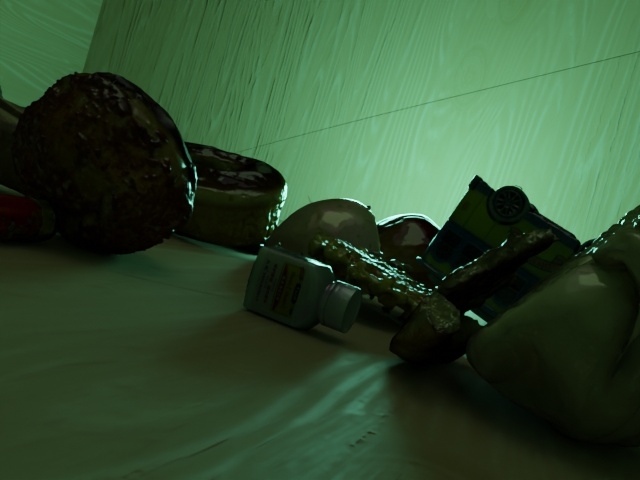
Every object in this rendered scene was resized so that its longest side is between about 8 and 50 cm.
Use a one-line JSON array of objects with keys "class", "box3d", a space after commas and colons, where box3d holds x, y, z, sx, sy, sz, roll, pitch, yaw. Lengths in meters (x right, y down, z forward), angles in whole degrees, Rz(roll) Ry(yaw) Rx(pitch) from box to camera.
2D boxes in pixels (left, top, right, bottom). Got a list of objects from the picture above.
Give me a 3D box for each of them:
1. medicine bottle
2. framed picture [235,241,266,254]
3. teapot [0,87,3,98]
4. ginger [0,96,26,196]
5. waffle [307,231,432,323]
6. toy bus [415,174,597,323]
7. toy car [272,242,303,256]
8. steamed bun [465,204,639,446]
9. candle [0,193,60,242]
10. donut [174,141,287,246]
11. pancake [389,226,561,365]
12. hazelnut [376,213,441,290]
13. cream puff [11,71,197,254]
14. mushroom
[{"class": "medicine bottle", "box3d": [-0.018, 0.058, 0.721, 0.118, 0.074, 0.055, 20, 3, 20]}, {"class": "framed picture", "box3d": [-0.179, -0.005, 1.368, 0.168, 0.023, 0.128, 19, 3, 16]}, {"class": "teapot", "box3d": [-0.700, -0.214, 1.105, 0.285, 0.305, 0.223, 25, 35, -58]}, {"class": "ginger", "box3d": [-0.489, -0.156, 0.993, 0.354, 0.126, 0.190, 30, 25, -30]}, {"class": "waffle", "box3d": [0.099, 0.066, 0.993, 0.280, 0.060, 0.262, 29, 8, -10]}, {"class": "toy bus", "box3d": [0.322, 0.057, 0.969, 0.312, 0.190, 0.152, 37, 8, 25]}, {"class": "toy car", "box3d": [-0.033, 0.048, 0.992, 0.069, 0.055, 0.142, 30, -1, 27]}, {"class": "steamed bun", "box3d": [0.298, 0.097, 0.612, 0.207, 0.268, 0.280, 53, 29, 14]}, {"class": "candle", "box3d": [-0.327, -0.024, 0.665, 0.052, 0.052, 0.130, 18, 4, 16]}, {"class": "donut", "box3d": [-0.224, -0.094, 1.290, 0.330, 0.160, 0.330, 12, 25, -6]}, {"class": "pancake", "box3d": [0.152, 0.082, 0.708, 0.257, 0.212, 0.056, -22, 64, -36]}, {"class": "hazelnut", "box3d": [0.171, 0.027, 1.361, 0.181, 0.181, 0.212, 38, 8, -16]}, {"class": "cream puff", "box3d": [-0.262, -0.085, 0.781, 0.240, 0.240, 0.164, 19, 34, 27]}, {"class": "mushroom", "box3d": [-0.015, -0.014, 1.183, 0.173, 0.162, 0.236, 17, 1, -39]}]
